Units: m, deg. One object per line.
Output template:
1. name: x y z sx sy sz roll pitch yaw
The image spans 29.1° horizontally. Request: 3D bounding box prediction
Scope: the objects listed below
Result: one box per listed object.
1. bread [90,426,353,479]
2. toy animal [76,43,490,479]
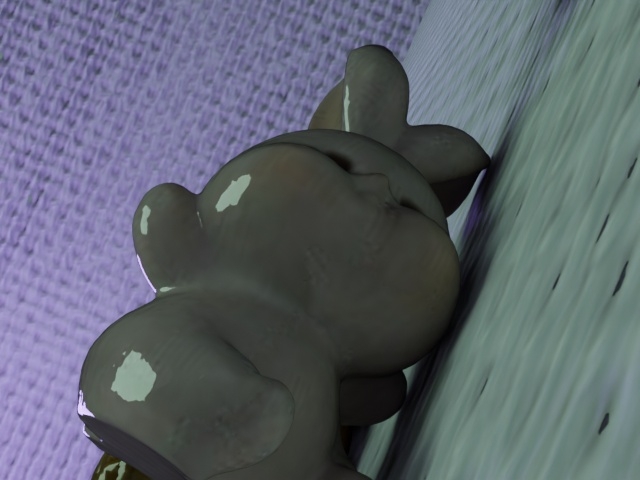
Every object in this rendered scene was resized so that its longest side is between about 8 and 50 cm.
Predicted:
1. bread: -0.053 0.119 0.573 0.199 0.104 0.199 -61 4 7
2. toy animal: 0.001 0.000 0.441 0.212 0.124 0.124 -59 -1 -25
